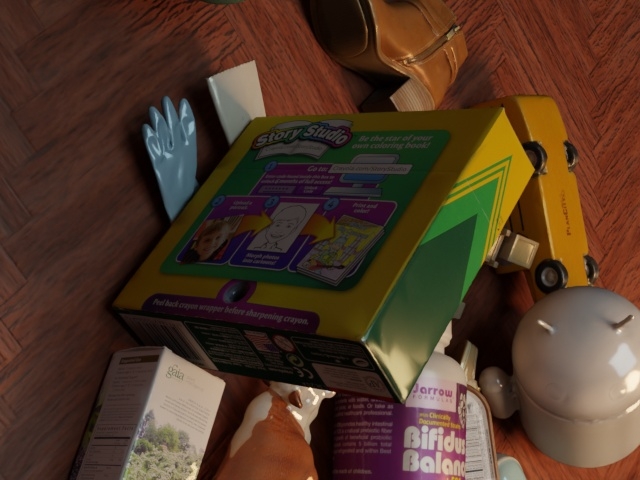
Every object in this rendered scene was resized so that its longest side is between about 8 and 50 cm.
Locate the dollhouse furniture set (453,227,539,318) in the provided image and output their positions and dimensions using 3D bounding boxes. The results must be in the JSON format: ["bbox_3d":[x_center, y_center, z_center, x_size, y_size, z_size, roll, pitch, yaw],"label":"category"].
[{"bbox_3d":[0.200,0.043,1.674,0.182,0.101,0.161,19,93,-42],"label":"dollhouse furniture set"}]

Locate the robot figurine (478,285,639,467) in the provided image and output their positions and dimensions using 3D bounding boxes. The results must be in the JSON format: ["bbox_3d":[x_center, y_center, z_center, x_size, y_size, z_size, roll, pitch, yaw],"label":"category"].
[{"bbox_3d":[0.379,0.197,1.658,0.353,0.299,0.200,72,5,-55],"label":"robot figurine"}]

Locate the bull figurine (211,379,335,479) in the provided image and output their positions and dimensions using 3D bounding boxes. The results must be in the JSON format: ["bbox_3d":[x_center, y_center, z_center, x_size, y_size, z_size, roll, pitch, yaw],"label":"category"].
[{"bbox_3d":[-0.060,0.294,1.328,0.188,0.101,0.310,57,48,-23],"label":"bull figurine"}]

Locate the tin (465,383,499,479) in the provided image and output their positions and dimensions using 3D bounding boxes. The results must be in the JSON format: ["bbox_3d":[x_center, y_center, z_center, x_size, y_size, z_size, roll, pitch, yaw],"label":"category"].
[{"bbox_3d":[0.183,0.284,1.553,0.106,0.040,0.190,-5,80,-8],"label":"tin"}]

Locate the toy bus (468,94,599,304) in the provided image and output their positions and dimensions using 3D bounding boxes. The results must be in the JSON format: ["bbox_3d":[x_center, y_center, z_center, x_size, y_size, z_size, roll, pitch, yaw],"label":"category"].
[{"bbox_3d":[0.325,-0.056,1.766,0.108,0.130,0.333,-7,87,-47],"label":"toy bus"}]

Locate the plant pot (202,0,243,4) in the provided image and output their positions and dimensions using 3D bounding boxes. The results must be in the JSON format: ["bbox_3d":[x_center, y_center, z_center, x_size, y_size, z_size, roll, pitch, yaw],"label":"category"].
[{"bbox_3d":[-0.122,-0.413,1.298,0.235,0.293,0.293,55,47,-43],"label":"plant pot"}]

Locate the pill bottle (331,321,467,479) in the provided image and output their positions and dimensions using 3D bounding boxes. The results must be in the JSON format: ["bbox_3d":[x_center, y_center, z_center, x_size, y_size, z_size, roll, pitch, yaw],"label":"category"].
[{"bbox_3d":[0.101,0.235,1.454,0.169,0.169,0.302,15,71,-42],"label":"pill bottle"}]

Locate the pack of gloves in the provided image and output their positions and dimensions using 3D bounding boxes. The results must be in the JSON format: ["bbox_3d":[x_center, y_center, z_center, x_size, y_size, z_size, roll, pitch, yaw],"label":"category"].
[{"bbox_3d":[-0.131,-0.080,1.389,0.195,0.046,0.232,-31,114,-43],"label":"pack of gloves"}]

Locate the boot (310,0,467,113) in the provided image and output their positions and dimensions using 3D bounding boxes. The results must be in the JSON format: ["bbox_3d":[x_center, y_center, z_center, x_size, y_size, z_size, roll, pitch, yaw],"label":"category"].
[{"bbox_3d":[0.110,-0.309,1.616,0.220,0.109,0.283,-49,118,-38],"label":"boot"}]

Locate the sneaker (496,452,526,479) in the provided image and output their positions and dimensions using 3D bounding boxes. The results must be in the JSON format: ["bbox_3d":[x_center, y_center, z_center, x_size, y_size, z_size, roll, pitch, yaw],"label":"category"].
[{"bbox_3d":[0.302,0.482,1.618,0.135,0.150,0.366,-1,82,-46],"label":"sneaker"}]

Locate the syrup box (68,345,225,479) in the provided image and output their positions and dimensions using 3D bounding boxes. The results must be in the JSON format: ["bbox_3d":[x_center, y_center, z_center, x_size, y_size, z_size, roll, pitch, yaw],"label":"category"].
[{"bbox_3d":[-0.193,0.238,1.209,0.093,0.096,0.237,36,58,-37],"label":"syrup box"}]

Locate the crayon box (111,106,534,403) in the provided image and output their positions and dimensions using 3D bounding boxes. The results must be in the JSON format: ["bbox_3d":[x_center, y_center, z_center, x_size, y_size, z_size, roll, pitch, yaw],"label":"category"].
[{"bbox_3d":[0.000,0.000,1.233,0.313,0.362,0.106,-55,130,-30],"label":"crayon box"}]

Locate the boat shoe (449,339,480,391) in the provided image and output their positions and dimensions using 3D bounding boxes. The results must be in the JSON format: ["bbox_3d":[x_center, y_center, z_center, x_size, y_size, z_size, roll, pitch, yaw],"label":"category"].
[{"bbox_3d":[0.197,0.226,1.619,0.059,0.063,0.170,21,74,-12],"label":"boat shoe"}]
